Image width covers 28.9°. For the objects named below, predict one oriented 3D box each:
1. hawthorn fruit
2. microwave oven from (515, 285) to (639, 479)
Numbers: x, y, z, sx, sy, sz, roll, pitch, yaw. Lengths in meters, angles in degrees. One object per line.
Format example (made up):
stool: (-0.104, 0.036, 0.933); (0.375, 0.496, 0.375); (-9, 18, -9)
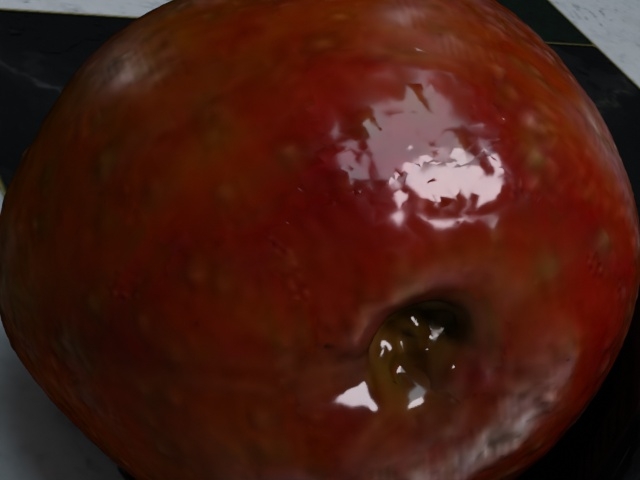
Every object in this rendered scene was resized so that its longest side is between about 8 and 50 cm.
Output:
hawthorn fruit: (0.000, 0.000, 0.562); (0.284, 0.284, 0.284); (16, 35, -11)
microwave oven: (0.213, 0.146, 0.564); (0.247, 0.178, 0.188); (24, 34, 1)
